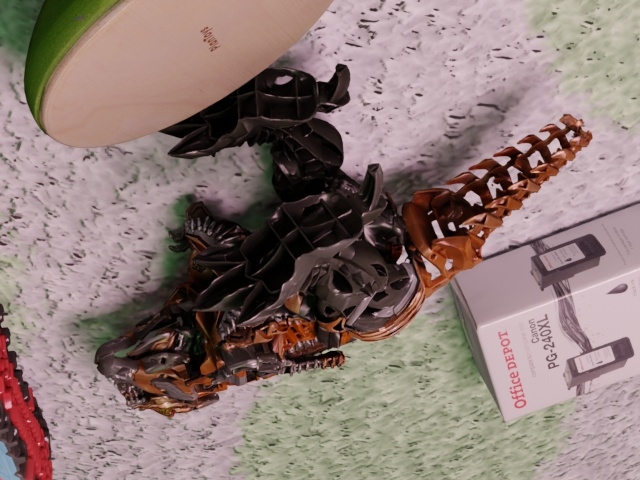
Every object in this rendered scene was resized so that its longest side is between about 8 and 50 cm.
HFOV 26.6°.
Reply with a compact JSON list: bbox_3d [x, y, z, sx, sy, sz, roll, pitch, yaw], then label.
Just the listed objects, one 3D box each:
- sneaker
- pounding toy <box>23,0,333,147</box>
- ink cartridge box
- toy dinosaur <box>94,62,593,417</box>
[{"bbox_3d":[-0.251,0.106,0.846,0.125,0.104,0.262,-12,131,-4],"label":"sneaker"},{"bbox_3d":[-0.079,-0.153,0.663,0.183,0.110,0.237,-28,167,-27],"label":"pounding toy"},{"bbox_3d":[0.178,0.052,0.948,0.150,0.063,0.109,-21,132,1],"label":"ink cartridge box"},{"bbox_3d":[0.000,0.000,0.831,0.322,0.164,0.218,-43,145,-2],"label":"toy dinosaur"}]
